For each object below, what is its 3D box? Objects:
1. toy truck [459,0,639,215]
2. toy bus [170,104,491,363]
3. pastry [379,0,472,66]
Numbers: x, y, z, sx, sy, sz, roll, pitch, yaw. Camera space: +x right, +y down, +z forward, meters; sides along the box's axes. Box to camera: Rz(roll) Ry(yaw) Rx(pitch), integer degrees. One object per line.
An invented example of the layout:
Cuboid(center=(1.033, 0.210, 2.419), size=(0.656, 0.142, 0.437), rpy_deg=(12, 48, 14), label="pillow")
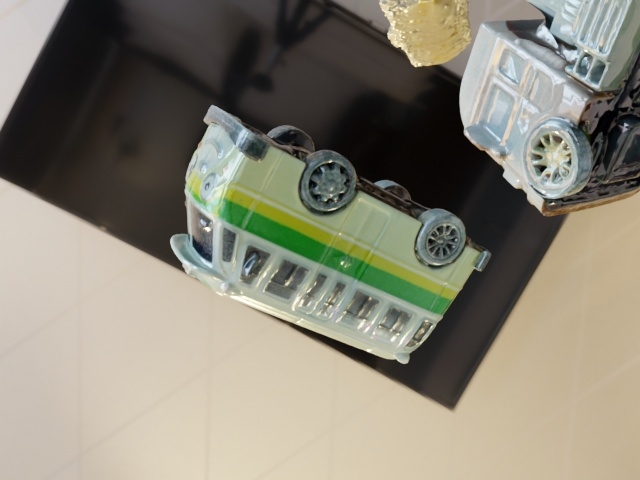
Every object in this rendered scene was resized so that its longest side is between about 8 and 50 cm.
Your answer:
Cuboid(center=(0.154, -0.150, 0.407), size=(0.108, 0.256, 0.140), rpy_deg=(-12, -137, -30), label="toy truck")
Cuboid(center=(0.000, 0.000, 0.722), size=(0.276, 0.164, 0.134), rpy_deg=(24, -172, -27), label="toy bus")
Cuboid(center=(0.132, -0.293, 0.996), size=(0.122, 0.089, 0.258), rpy_deg=(-11, 168, 8), label="pastry")
